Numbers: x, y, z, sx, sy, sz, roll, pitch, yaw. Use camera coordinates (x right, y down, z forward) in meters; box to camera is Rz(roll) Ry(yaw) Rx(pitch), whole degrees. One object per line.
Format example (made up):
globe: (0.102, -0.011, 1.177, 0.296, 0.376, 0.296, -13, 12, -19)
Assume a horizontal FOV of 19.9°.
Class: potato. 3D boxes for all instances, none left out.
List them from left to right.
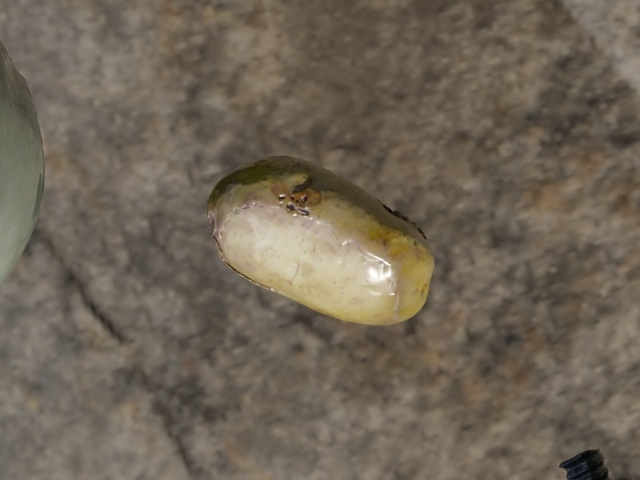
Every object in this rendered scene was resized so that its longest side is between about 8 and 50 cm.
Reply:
potato: (0.000, 0.000, 1.293, 0.170, 0.080, 0.107, 24, 140, 6)

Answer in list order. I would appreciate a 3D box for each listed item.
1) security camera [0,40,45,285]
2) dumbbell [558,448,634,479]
security camera: (-0.218, 0.014, 0.670, 0.197, 0.191, 0.277, 43, 122, 4)
dumbbell: (0.162, 0.212, 0.794, 0.110, 0.110, 0.254, -33, 75, 51)
